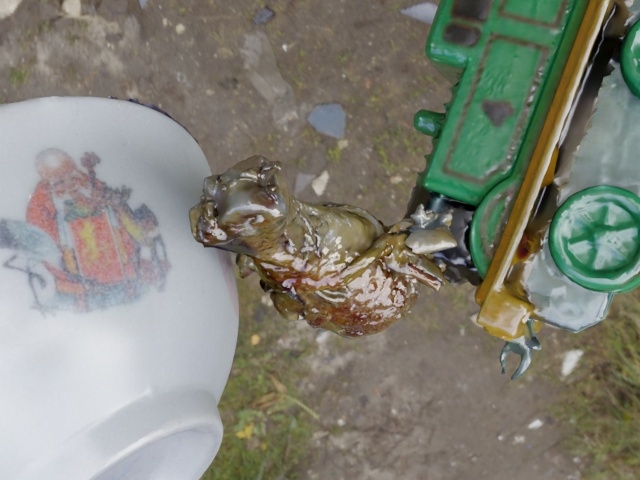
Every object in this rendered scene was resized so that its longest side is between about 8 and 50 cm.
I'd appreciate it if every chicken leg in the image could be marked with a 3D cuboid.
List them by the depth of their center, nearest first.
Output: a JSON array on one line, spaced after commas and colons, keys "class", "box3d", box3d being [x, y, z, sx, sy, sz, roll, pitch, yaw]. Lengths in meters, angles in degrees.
[{"class": "chicken leg", "box3d": [-0.005, 0.002, 0.484, 0.125, 0.080, 0.196, -17, 153, 42]}]

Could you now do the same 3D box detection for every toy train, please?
[{"class": "toy train", "box3d": [0.196, -0.097, 0.726, 0.178, 0.249, 0.429, 10, 101, -69]}]

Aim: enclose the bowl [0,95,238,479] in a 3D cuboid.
[{"class": "bowl", "box3d": [-0.160, 0.097, 0.493, 0.345, 0.157, 0.345, -35, 156, -18]}]
